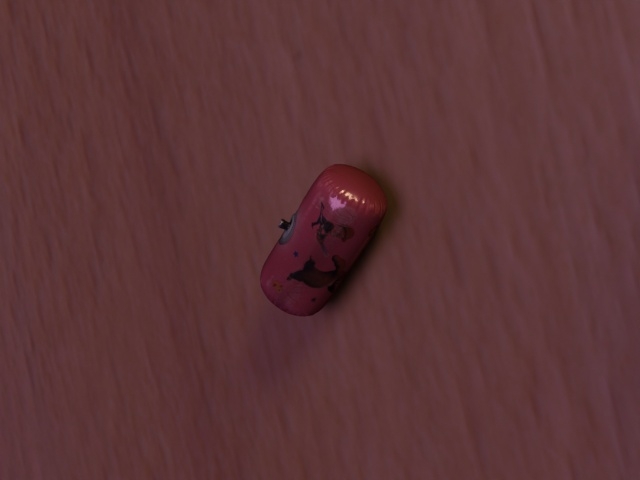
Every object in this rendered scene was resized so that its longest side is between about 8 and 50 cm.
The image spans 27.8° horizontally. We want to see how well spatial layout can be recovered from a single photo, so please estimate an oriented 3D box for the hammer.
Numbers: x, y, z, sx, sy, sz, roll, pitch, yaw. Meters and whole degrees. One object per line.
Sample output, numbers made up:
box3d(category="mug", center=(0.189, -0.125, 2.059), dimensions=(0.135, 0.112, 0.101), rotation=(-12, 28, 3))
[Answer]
box3d(category="hammer", center=(0.000, 0.000, 0.642), dimensions=(0.043, 0.043, 0.083), rotation=(50, 125, 27))
